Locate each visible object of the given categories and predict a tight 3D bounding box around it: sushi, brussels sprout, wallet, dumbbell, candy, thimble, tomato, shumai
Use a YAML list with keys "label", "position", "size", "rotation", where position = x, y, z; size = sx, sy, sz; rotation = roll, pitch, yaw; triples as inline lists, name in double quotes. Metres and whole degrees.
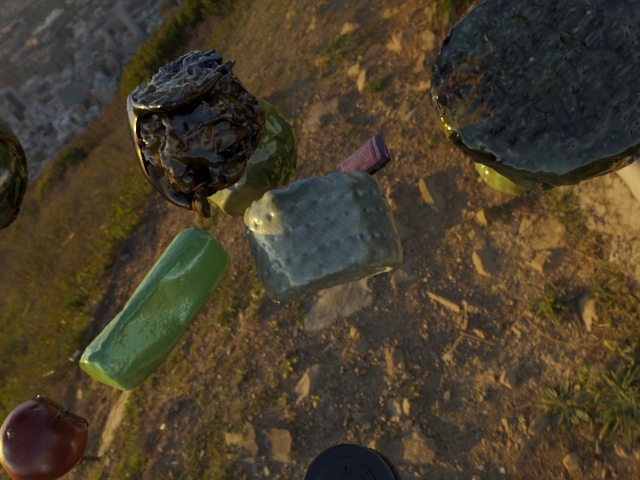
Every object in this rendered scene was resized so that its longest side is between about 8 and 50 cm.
- label: "sushi"
  position: [-0.193, -0.169, 0.792]
  size: [0.213, 0.204, 0.200]
  rotation: [-36, 36, -11]
- label: "brussels sprout"
  position: [-0.197, -0.211, 1.154]
  size: [0.328, 0.327, 0.247]
  rotation: [-87, 20, -43]
- label: "wallet"
  position: [0.118, -0.221, 1.410]
  size: [0.165, 0.030, 0.111]
  rotation: [-35, 50, 27]
- label: "dumbbell"
  position: [0.056, 0.396, 0.780]
  size: [0.143, 0.325, 0.143]
  rotation: [-5, 66, 11]
- label: "candy"
  position: [-0.311, 0.124, 0.971]
  size: [0.142, 0.132, 0.344]
  rotation: [5, 47, 33]
- label: "thimble"
  position: [0.000, 0.000, 0.975]
  size: [0.291, 0.291, 0.196]
  rotation: [-20, 79, 17]
- label: "tomato"
  position: [-0.565, 0.412, 1.021]
  size: [0.167, 0.167, 0.167]
  rotation: [-19, 42, 18]
- label: "shumai"
  position: [0.431, -0.261, 0.949]
  size: [0.394, 0.348, 0.396]
  rotation: [-2, 86, 24]

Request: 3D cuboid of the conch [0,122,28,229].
- label: "conch"
  position: [-0.347, -0.022, 0.405]
  size: [0.187, 0.182, 0.124]
  rotation: [-6, 9, -15]
